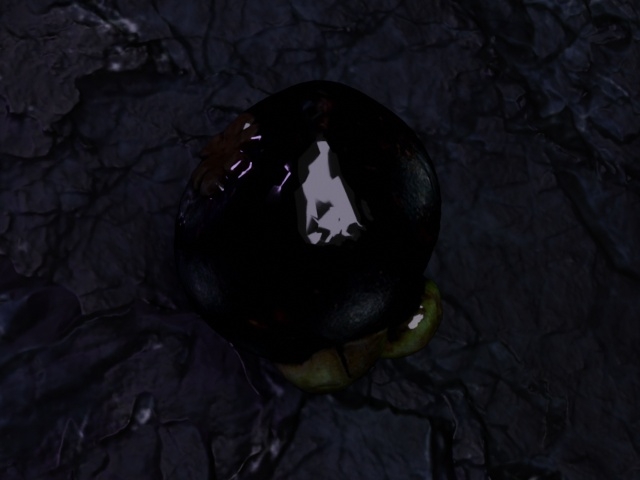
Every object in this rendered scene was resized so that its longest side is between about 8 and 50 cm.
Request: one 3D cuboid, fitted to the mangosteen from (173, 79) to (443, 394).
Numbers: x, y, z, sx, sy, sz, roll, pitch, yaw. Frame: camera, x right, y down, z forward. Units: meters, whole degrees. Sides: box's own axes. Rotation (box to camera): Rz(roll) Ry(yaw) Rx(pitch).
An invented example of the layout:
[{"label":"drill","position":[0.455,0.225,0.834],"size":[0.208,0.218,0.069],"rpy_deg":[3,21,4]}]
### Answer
[{"label":"mangosteen","position":[0.000,0.000,1.023],"size":[0.242,0.243,0.243],"rpy_deg":[7,71,-21]}]
